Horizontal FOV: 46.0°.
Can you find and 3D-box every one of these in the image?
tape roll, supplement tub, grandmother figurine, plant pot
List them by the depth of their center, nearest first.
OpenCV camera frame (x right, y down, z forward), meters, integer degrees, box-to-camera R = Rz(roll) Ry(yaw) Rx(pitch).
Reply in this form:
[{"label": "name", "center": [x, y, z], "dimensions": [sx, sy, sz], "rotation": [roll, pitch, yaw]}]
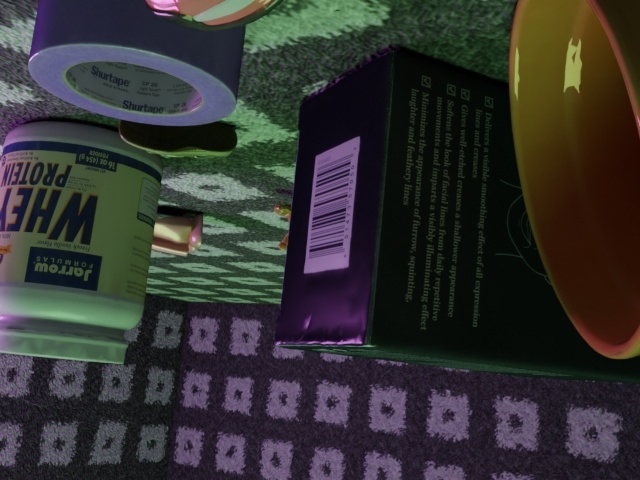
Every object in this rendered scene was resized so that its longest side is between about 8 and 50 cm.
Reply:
[{"label": "plant pot", "center": [0.280, -0.075, 0.559], "dimensions": [0.203, 0.291, 0.291], "rotation": [-12, 168, 1]}, {"label": "tape roll", "center": [-0.167, -0.176, 0.701], "dimensions": [0.189, 0.080, 0.189], "rotation": [6, 168, 1]}, {"label": "supplement tub", "center": [-0.369, 0.011, 1.117], "dimensions": [0.235, 0.325, 0.235], "rotation": [5, 169, 1]}, {"label": "grandmother figurine", "center": [-0.416, -0.033, 1.528], "dimensions": [0.342, 0.104, 0.208], "rotation": [6, 161, -17]}]

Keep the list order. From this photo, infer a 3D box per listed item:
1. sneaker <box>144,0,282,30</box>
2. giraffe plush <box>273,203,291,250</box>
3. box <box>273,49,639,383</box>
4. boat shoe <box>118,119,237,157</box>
[{"label": "sneaker", "center": [-0.030, -0.222, 0.388], "dimensions": [0.136, 0.116, 0.314], "rotation": [26, 152, -34]}, {"label": "giraffe plush", "center": [0.000, 0.000, 1.349], "dimensions": [0.181, 0.210, 0.170], "rotation": [-22, 151, -3]}, {"label": "box", "center": [0.177, -0.001, 0.870], "dimensions": [0.395, 0.294, 0.212], "rotation": [12, 168, -26]}, {"label": "boat shoe", "center": [-0.189, -0.134, 0.998], "dimensions": [0.153, 0.056, 0.048], "rotation": [1, 166, -17]}]
